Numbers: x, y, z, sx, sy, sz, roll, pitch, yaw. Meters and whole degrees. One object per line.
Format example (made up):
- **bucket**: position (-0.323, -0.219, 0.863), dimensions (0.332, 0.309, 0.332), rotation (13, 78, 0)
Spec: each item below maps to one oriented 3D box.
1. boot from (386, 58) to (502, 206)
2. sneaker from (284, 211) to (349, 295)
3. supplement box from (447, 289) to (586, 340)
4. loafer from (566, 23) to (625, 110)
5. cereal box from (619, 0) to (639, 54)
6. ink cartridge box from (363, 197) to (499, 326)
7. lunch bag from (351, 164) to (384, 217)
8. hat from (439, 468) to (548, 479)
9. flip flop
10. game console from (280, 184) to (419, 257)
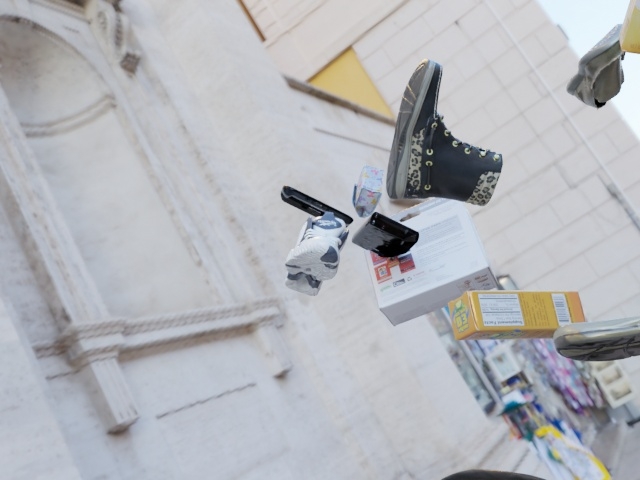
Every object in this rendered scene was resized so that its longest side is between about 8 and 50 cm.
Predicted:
- **boot**: position (0.216, -0.170, 1.194), dimensions (0.179, 0.236, 0.085), rotation (8, 22, -9)
- **sneaker**: position (0.000, 0.000, 1.329), dimensions (0.235, 0.094, 0.153), rotation (100, -173, -68)
- **supplement box**: position (0.347, 0.132, 1.272), dimensions (0.233, 0.080, 0.078), rotation (3, -24, -19)
- **loafer**: position (0.526, -0.311, 1.320), dimensions (0.094, 0.087, 0.251), rotation (-43, -11, 2)
- **cereal box**: position (0.398, -0.281, 0.664), dimensions (0.047, 0.173, 0.240), rotation (-66, -17, -49)
- **ink cartridge box**: position (0.291, 0.045, 1.984), dimensions (0.309, 0.272, 0.130), rotation (-22, -36, 14)
- **lunch bag**: position (0.090, -0.094, 1.425), dimensions (0.053, 0.071, 0.083), rotation (14, -41, -5)
- **hat**: position (0.270, 0.350, 0.780), dimensions (0.134, 0.331, 0.331), rotation (-30, -11, -38)
- **flip flop**: position (0.438, 0.104, 0.930), dimensions (0.277, 0.080, 0.112), rotation (-5, -33, 6)
- **game console**: position (0.065, -0.056, 1.848), dimensions (0.213, 0.361, 0.044), rotation (129, 166, -73)
